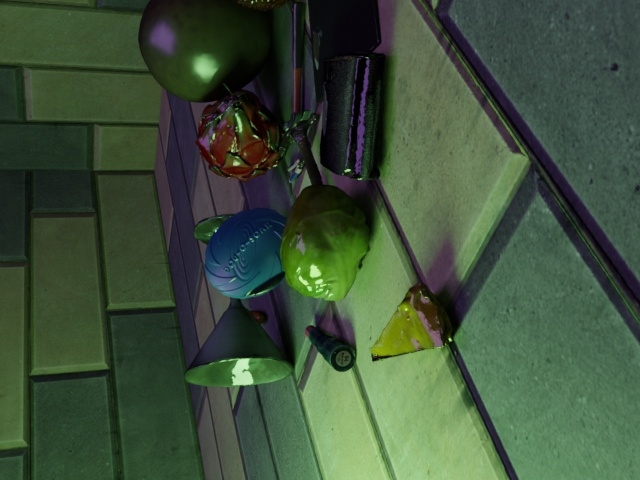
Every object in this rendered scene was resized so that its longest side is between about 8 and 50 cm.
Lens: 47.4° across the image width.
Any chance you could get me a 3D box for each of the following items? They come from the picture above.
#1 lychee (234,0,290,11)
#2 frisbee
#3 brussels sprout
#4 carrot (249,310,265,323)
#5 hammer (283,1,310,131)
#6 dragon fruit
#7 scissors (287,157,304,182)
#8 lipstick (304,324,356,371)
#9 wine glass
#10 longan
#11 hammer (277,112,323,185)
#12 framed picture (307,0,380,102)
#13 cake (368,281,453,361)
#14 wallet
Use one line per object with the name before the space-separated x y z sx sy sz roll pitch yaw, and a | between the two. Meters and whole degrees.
lychee | -0.136 -0.619 1.645 0.188 0.188 0.188 178 90 -70
frisbee | -0.172 0.023 1.746 0.045 0.242 0.242 55 -162 -58
brussels sprout | 0.000 0.000 1.355 0.223 0.161 0.223 -176 90 -65
carrot | -0.189 0.217 2.063 0.139 0.048 0.048 160 107 -67
hammer | -0.053 -0.392 1.657 0.111 0.033 0.287 -160 69 -69
dragon fruit | -0.200 -0.277 1.783 0.293 0.234 0.233 88 167 -50
scissors | -0.056 -0.170 1.712 0.113 0.012 0.039 143 122 -66
lipstick | 0.011 0.212 1.517 0.234 0.054 0.053 -153 63 -72
wine glass | -0.216 0.152 1.859 0.267 0.267 0.405 123 146 -57
longan | -0.285 -0.509 1.850 0.361 0.361 0.360 178 90 -70
hammer | -0.013 -0.135 1.525 0.125 0.027 0.297 -38 54 24
framed picture | 0.038 -0.438 1.433 0.324 0.013 0.244 155 113 -69
cake | 0.151 0.154 1.113 0.116 0.080 0.184 56 134 36
wallet | 0.046 -0.232 1.340 0.262 0.072 0.220 -141 49 -70
